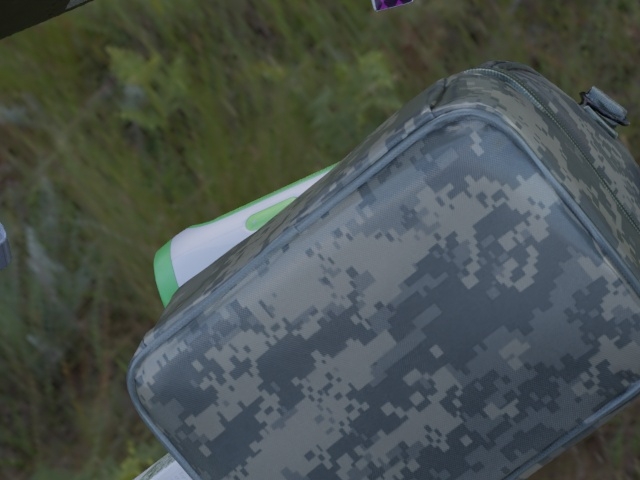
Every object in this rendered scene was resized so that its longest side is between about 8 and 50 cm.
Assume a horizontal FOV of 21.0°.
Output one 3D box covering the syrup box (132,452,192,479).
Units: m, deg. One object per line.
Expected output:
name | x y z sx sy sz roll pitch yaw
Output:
syrup box | -0.092 0.209 1.391 0.237 0.096 0.093 -37 3 21

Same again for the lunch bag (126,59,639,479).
lunch bag | 0.065 0.033 1.070 0.305 0.212 0.256 -40 8 18

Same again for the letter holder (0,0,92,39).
letter holder | -0.234 -0.275 1.261 0.302 0.214 0.152 -27 0 -19

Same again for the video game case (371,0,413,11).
video game case | 0.046 -0.337 1.577 0.042 0.232 0.210 -11 13 7

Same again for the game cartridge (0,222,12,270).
game cartridge | -0.202 -0.022 0.970 0.017 0.056 0.083 -37 81 -19

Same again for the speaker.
speaker | 0.000 0.000 1.604 0.297 0.131 0.131 -24 41 13
